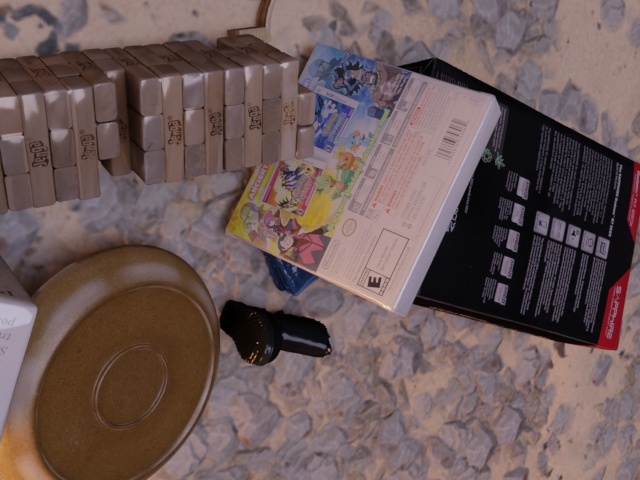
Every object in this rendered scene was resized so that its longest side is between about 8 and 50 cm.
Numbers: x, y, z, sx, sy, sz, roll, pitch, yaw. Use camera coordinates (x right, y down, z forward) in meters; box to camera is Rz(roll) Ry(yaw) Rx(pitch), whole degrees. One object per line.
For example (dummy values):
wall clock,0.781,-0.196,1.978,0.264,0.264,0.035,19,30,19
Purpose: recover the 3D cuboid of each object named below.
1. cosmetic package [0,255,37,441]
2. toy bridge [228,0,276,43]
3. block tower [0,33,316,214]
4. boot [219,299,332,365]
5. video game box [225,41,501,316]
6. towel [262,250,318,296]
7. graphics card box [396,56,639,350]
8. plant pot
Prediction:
cosmetic package,-0.301,0.077,0.516,0.151,0.183,0.151,15,93,-34
toy bridge,-0.061,-0.271,0.677,0.063,0.026,0.188,-15,109,-29
block tower,-0.171,-0.094,0.599,0.335,0.097,0.091,-15,123,-29
boot,-0.034,0.093,0.727,0.099,0.121,0.045,18,94,-27
video game box,0.035,-0.060,0.695,0.205,0.187,0.048,-64,156,-3
towel,0.000,0.000,0.777,0.119,0.029,0.067,-33,116,-21
graphics card box,0.204,-0.023,0.840,0.371,0.094,0.233,16,83,-35
plant pot,-0.168,0.121,0.654,0.236,0.032,0.236,-24,122,-44
